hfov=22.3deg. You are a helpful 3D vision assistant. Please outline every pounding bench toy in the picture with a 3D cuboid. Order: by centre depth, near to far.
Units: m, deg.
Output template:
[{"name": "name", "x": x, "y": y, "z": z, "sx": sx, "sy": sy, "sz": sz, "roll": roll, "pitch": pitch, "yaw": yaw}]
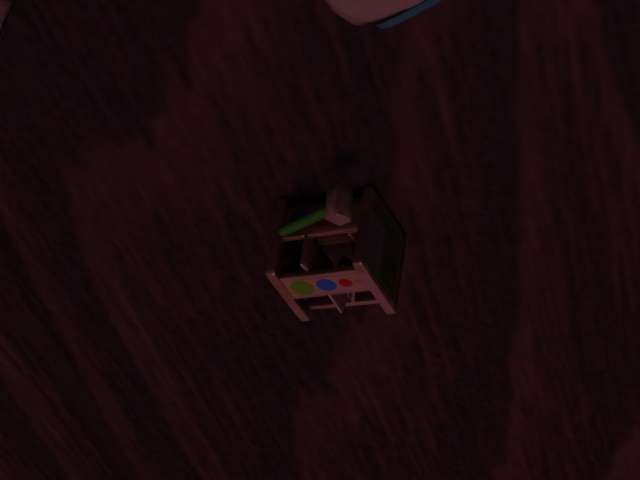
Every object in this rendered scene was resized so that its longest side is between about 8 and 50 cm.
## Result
[{"name": "pounding bench toy", "x": 0.000, "y": 0.000, "z": 0.890, "sx": 0.065, "sy": 0.052, "sz": 0.083, "roll": -6, "pitch": 144, "yaw": 23}]

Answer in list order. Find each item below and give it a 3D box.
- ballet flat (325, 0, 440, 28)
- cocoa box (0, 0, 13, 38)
[{"name": "ballet flat", "x": 0.085, "y": -0.151, "z": 0.621, "sx": 0.248, "sy": 0.086, "sz": 0.086, "roll": -20, "pitch": 138, "yaw": 38}, {"name": "cocoa box", "x": -0.329, "y": -0.052, "z": 0.559, "sx": 0.231, "sy": 0.228, "sz": 0.347, "roll": 27, "pitch": -171, "yaw": 33}]
